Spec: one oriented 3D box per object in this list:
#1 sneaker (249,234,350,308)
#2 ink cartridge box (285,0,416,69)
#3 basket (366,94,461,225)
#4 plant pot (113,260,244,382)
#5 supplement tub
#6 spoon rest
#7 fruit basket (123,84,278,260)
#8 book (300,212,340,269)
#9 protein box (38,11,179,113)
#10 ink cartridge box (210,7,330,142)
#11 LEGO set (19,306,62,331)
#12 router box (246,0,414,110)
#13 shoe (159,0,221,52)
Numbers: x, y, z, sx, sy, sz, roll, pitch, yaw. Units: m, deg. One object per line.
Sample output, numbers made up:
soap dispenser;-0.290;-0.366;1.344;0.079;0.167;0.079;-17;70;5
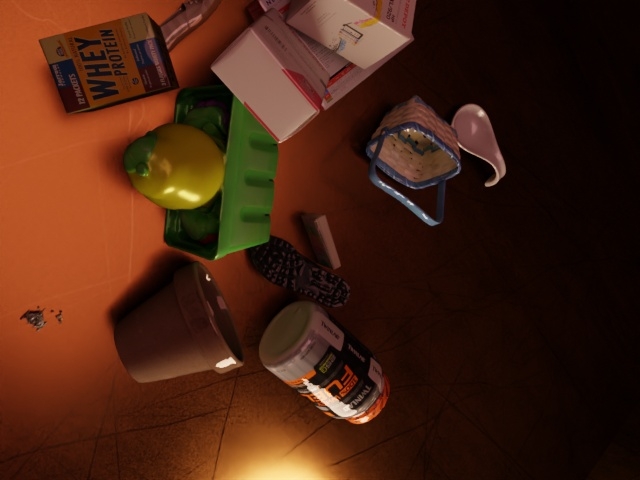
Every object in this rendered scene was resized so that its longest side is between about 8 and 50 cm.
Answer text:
sneaker;-0.059;0.085;1.419;0.283;0.124;0.107;34;88;-2
ink cartridge box;0.075;-0.538;1.225;0.232;0.168;0.171;20;72;-29
basket;0.249;-0.209;1.447;0.255;0.201;0.289;35;51;-27
plant pot;-0.326;0.208;1.229;0.229;0.263;0.263;-24;110;-4
supplement tub;0.019;0.326;1.431;0.338;0.207;0.207;44;78;-26
spoon rest;0.484;-0.284;1.641;0.137;0.084;0.276;-44;116;-14
fruit basket;-0.273;-0.148;1.156;0.392;0.283;0.392;-11;106;-41
book;0.000;0.000;1.430;0.035;0.096;0.144;-28;109;-21
protein box;-0.402;-0.344;1.077;0.200;0.201;0.136;-17;107;-5
ink cartridge box;-0.093;-0.361;1.168;0.117;0.283;0.207;-35;111;23
LEGO set;-0.606;0.170;1.186;0.083;0.023;0.054;-17;106;-24
router box;0.037;-0.543;1.367;0.335;0.082;0.301;-41;114;-16
shoe;-0.302;-0.489;1.204;0.219;0.076;0.058;-47;121;-11
